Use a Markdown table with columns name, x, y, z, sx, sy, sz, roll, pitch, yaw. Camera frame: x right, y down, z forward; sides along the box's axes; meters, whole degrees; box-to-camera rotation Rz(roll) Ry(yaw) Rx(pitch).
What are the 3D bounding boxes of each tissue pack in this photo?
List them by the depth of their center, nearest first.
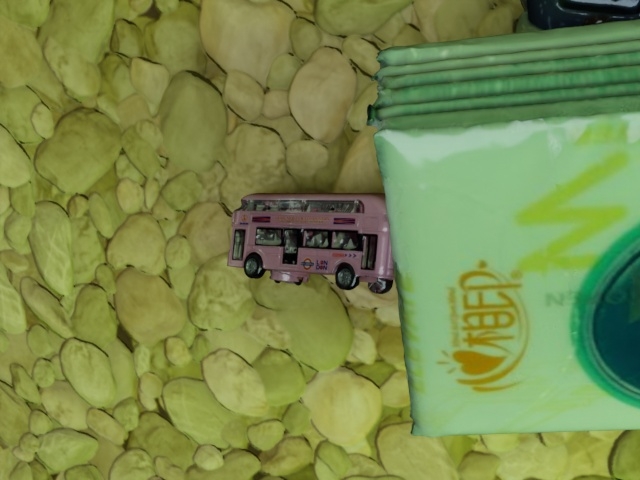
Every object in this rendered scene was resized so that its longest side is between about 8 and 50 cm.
| name | x | y | z | sx | sy | sz | roll | pitch | yaw |
| --- | --- | --- | --- | --- | --- | --- | --- | --- | --- |
| tissue pack | 0.243 | -0.006 | 0.633 | 0.388 | 0.162 | 0.287 | -5 | 123 | 9 |

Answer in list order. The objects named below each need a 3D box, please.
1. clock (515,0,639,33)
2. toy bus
| name | x | y | z | sx | sy | sz | roll | pitch | yaw |
| --- | --- | --- | --- | --- | --- | --- | --- | --- | --- |
| clock | 0.231 | -0.252 | 0.655 | 0.200 | 0.146 | 0.243 | 14 | 117 | 20 |
| toy bus | 0.000 | 0.000 | 0.827 | 0.203 | 0.063 | 0.090 | 2 | 85 | 41 |
